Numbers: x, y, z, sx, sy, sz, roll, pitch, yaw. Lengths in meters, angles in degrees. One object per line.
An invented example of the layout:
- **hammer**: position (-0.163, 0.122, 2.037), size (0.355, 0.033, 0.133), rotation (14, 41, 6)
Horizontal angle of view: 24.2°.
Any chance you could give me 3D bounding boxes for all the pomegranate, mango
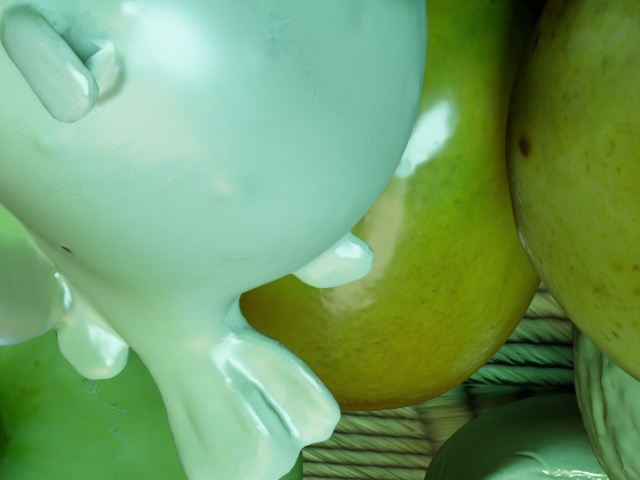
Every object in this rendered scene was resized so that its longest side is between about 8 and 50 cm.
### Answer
- **pomegranate**: position (0.174, -0.039, 0.526), size (0.233, 0.233, 0.233), rotation (6, 154, 3)
- **mango**: position (0.032, -0.014, 0.680), size (0.139, 0.175, 0.254), rotation (31, 155, 18)

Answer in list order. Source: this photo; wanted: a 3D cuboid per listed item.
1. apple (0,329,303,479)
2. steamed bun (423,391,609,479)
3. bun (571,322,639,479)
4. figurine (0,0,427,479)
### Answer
- **apple**: position (-0.179, 0.122, 0.815), size (0.357, 0.357, 0.357), rotation (6, 154, 3)
- **steamed bun**: position (0.198, 0.193, 1.012), size (0.250, 0.155, 0.200), rotation (10, -176, -3)
- **bun**: position (0.298, 0.103, 0.776), size (0.349, 0.227, 0.352), rotation (-10, 147, 36)
- **figurine**: position (-0.126, 0.000, 0.558), size (0.394, 0.226, 0.274), rotation (-31, 96, 23)
